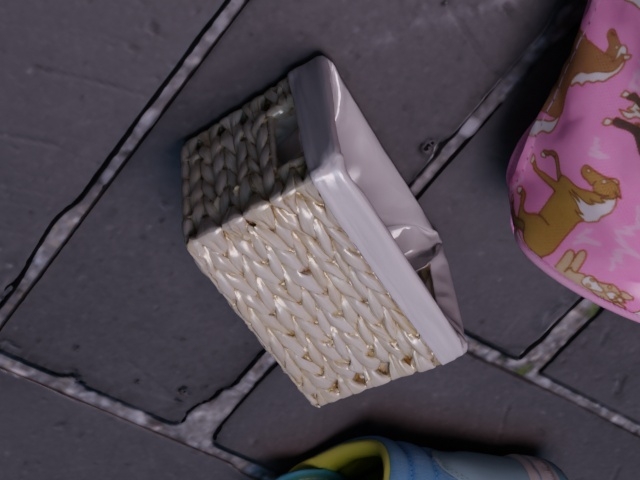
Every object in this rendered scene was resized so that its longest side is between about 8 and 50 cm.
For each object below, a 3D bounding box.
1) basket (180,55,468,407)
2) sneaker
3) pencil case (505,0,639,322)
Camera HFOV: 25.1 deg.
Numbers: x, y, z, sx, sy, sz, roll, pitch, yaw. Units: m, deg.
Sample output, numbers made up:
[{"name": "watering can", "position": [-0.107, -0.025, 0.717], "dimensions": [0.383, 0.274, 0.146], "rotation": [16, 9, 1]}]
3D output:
[{"name": "basket", "position": [0.000, 0.000, 0.829], "dimensions": [0.103, 0.113, 0.167], "rotation": [-25, 127, 13]}, {"name": "sneaker", "position": [0.018, 0.262, 1.022], "dimensions": [0.208, 0.127, 0.319], "rotation": [19, 111, -25]}, {"name": "pencil case", "position": [0.221, -0.133, 0.740], "dimensions": [0.160, 0.167, 0.386], "rotation": [-10, 131, -33]}]
